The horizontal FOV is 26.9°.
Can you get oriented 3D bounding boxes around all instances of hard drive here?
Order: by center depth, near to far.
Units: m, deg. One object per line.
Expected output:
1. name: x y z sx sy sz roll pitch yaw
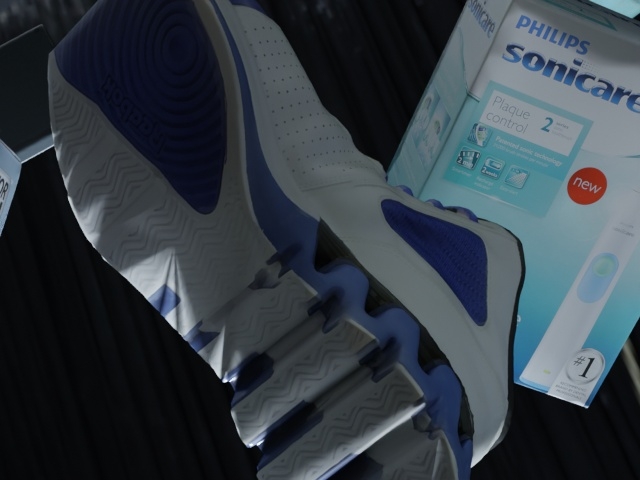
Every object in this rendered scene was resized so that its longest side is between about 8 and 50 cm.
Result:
1. hard drive: -0.251 -0.097 1.021 0.135 0.094 0.022 -29 156 -3

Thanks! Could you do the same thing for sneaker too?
1. sneaker: 0.001 0.001 0.695 0.127 0.315 0.182 -36 170 30

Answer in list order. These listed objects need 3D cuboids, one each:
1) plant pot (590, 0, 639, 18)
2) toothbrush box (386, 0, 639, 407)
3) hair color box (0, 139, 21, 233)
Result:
1. plant pot: 0.324 -0.411 1.335 0.334 0.341 0.341 -31 154 28
2. toothbrush box: 0.176 -0.043 1.079 0.216 0.126 0.295 21 110 -13
3. hair color box: -0.295 0.101 0.643 0.185 0.374 0.113 16 171 2
